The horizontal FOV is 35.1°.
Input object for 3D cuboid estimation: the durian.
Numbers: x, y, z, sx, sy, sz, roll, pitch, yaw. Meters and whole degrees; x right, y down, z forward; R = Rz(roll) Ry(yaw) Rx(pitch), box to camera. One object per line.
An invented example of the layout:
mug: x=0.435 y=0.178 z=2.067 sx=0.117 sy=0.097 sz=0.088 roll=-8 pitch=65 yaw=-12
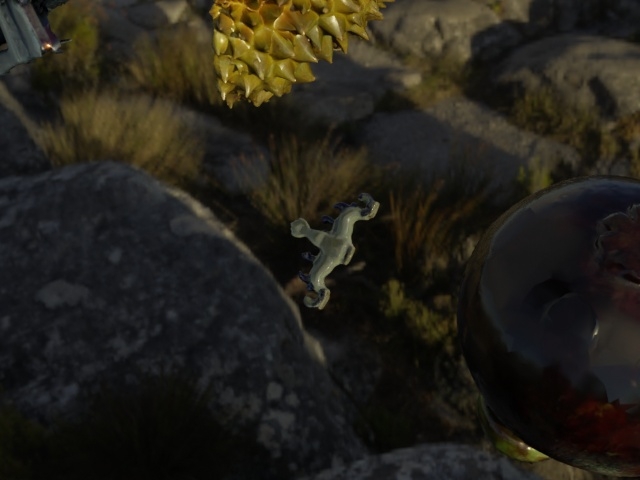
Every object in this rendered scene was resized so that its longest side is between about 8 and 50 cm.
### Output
durian: x=-0.028 y=-0.181 z=0.735 sx=0.165 sy=0.132 sz=0.182 roll=-35 pitch=11 yaw=-17

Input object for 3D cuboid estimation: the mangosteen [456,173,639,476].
mangosteen: x=0.287 y=0.101 z=1.048 sx=0.306 sy=0.359 sz=0.306 roll=2 pitch=56 yaw=-3

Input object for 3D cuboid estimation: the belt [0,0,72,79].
belt: x=-0.216 y=-0.158 z=0.611 sx=0.218 sy=0.128 sz=0.122 roll=-6 pitch=17 yaw=47

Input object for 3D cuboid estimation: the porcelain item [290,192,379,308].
porcelain item: x=0.000 y=0.000 z=1.078 sx=0.075 sy=0.021 sz=0.136 roll=30 pitch=92 yaw=14
